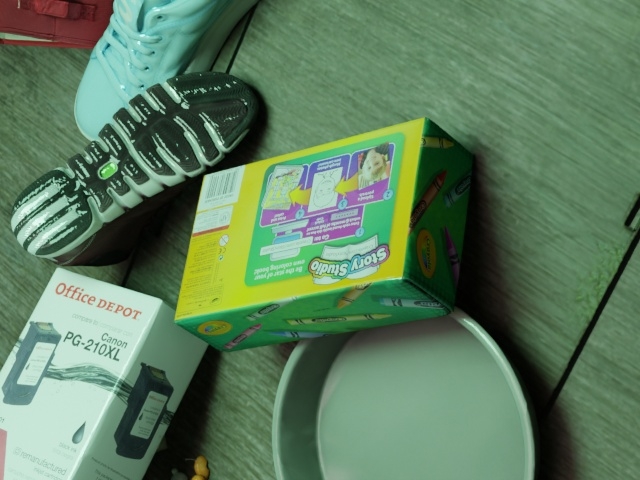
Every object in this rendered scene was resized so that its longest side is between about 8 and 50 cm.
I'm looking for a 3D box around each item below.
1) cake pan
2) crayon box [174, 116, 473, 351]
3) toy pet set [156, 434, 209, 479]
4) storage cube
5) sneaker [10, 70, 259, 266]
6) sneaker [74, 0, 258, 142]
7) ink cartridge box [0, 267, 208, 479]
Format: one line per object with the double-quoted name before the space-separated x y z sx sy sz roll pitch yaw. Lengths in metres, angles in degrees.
"cake pan" 0.083 0.190 1.425 0.293 0.054 0.293 0 90 38
"crayon box" 0.000 0.000 1.433 0.278 0.081 0.165 -12 57 37
"toy pet set" -0.186 0.244 1.625 0.122 0.065 0.114 -22 77 35
"storage cube" -0.349 -0.316 1.675 0.215 0.184 0.193 9 95 37
"sneaker" -0.185 -0.065 1.606 0.281 0.162 0.106 -32 72 -4
"sneaker" -0.171 -0.241 1.560 0.366 0.150 0.135 -50 61 26
"ink cartridge box" -0.244 0.163 1.575 0.172 0.100 0.237 14 71 39
